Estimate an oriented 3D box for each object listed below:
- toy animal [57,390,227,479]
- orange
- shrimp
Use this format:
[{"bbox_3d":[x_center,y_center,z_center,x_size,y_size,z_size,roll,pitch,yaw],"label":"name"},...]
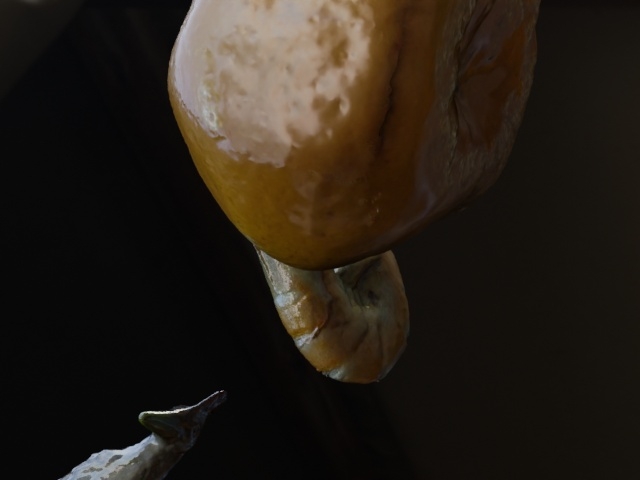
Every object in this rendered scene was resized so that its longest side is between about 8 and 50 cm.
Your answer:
[{"bbox_3d":[-0.129,0.146,0.661,0.202,0.105,0.070,-41,-91,-12],"label":"toy animal"},{"bbox_3d":[0.011,-0.096,0.711,0.249,0.183,0.249,-41,-41,-49],"label":"orange"},{"bbox_3d":[0.000,0.000,1.165,0.152,0.063,0.287,-30,-84,-36],"label":"shrimp"}]
